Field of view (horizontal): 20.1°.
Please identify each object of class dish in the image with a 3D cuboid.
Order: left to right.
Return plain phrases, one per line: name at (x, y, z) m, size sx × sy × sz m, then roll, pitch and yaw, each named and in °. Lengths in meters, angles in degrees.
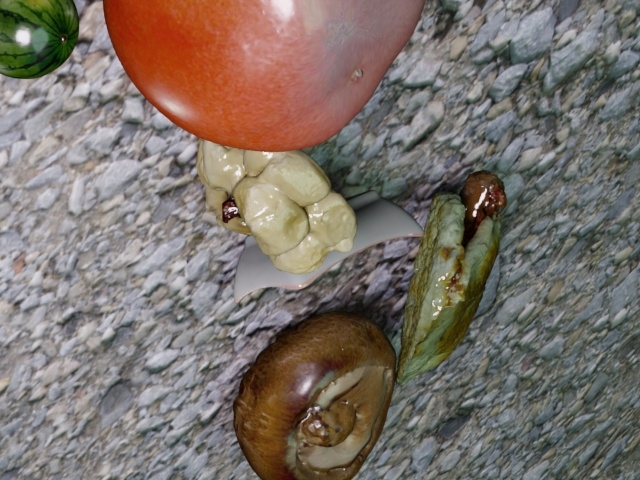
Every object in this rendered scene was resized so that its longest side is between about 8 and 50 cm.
dish at (0.000, 0.000, 2.164) m, size 0.212 × 0.151 × 0.077 m, roll -23°, pitch 95°, yaw -35°

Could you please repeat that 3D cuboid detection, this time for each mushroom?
mushroom at (-0.002, 0.202, 2.306) m, size 0.253 × 0.153 × 0.253 m, roll -36°, pitch 142°, yaw -35°

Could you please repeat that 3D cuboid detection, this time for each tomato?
tomato at (-0.035, -0.248, 1.756) m, size 0.341 × 0.273 × 0.341 m, roll -29°, pitch 139°, yaw -29°

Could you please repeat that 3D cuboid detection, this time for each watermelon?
watermelon at (-0.268, -0.197, 1.720) m, size 0.105 × 0.062 × 0.105 m, roll -39°, pitch 147°, yaw -32°

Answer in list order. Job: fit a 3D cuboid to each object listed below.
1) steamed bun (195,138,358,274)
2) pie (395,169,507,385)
steamed bun at (-0.062, -0.046, 1.993) m, size 0.106 × 0.177 × 0.192 m, roll -47°, pitch 147°, yaw -16°
pie at (0.159, 0.063, 2.365) m, size 0.274 × 0.105 × 0.257 m, roll 103°, pitch 11°, yaw -47°
